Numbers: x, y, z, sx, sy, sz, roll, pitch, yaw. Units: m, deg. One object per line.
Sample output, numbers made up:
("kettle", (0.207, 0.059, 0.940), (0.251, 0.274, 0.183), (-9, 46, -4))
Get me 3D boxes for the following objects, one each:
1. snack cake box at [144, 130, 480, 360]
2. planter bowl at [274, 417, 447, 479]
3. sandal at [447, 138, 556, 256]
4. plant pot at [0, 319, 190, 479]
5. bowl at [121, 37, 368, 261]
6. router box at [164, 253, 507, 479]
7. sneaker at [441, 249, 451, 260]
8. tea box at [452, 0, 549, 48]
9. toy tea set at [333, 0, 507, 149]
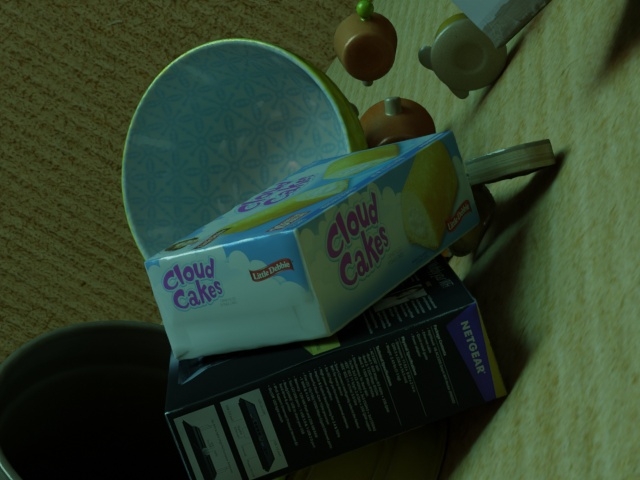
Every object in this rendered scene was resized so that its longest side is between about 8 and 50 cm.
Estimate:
("snack cake box", (0.000, 0.000, 1.261), (0.152, 0.089, 0.264), (-10, 14, 34))
("planter bowl", (0.007, 0.207, 1.249), (0.217, 0.090, 0.217), (-57, 9, 13))
("sandal", (0.125, -0.025, 1.409), (0.088, 0.079, 0.240), (-12, -4, -36))
("plant pot", (-0.199, 0.285, 1.574), (0.323, 0.323, 0.280), (-73, 1, -57))
("bowl", (-0.054, -0.068, 1.671), (0.289, 0.289, 0.156), (-56, -24, 19))
("router box", (0.002, 0.091, 1.269), (0.243, 0.081, 0.309), (-20, 11, 0))
("sneaker", (0.073, 0.013, 1.538), (0.215, 0.083, 0.084), (-56, 8, 15))
("tea box", (0.232, -0.390, 1.294), (0.323, 0.220, 0.329), (-44, 0, -30))
("toy tea set", (0.094, -0.210, 1.777), (0.336, 0.200, 0.124), (-56, 18, 22))
